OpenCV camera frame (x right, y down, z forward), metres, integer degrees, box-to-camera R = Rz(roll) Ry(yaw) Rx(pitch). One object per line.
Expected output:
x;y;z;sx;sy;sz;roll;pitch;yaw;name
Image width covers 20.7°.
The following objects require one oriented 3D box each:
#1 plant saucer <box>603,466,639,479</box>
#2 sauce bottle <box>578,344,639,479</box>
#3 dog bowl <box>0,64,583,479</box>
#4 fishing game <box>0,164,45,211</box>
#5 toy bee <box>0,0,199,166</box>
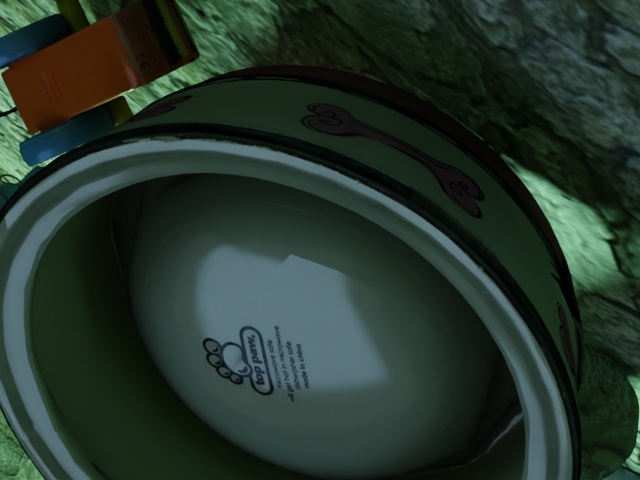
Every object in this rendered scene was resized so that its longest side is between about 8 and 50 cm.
0.286;0.261;1.547;0.195;0.037;0.195;32;162;12;plant saucer
0.142;0.150;1.416;0.111;0.111;0.344;39;165;-7;sauce bottle
-0.013;0.065;1.158;0.407;0.150;0.408;12;129;16;dog bowl
-0.203;-0.036;1.358;0.189;0.264;0.041;-1;118;31;fishing game
-0.185;-0.133;1.297;0.298;0.162;0.195;8;118;35;toy bee
